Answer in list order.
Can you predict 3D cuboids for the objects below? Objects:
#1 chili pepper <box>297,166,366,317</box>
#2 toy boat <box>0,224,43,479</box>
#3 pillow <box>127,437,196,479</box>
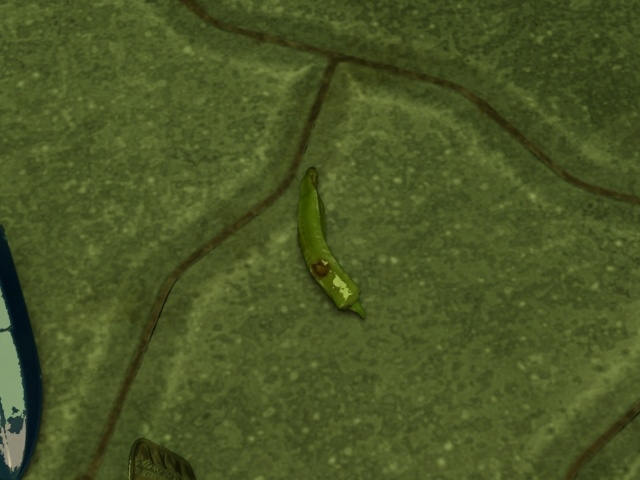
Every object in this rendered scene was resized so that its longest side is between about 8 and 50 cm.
[{"bbox_3d":[-0.001,0.000,1.659,0.049,0.043,0.208,-21,63,3],"label":"chili pepper"},{"bbox_3d":[-0.374,0.129,1.569,0.129,0.088,0.295,-16,74,-9],"label":"toy boat"},{"bbox_3d":[-0.164,0.314,1.449,0.033,0.130,0.218,-12,60,24],"label":"pillow"}]
